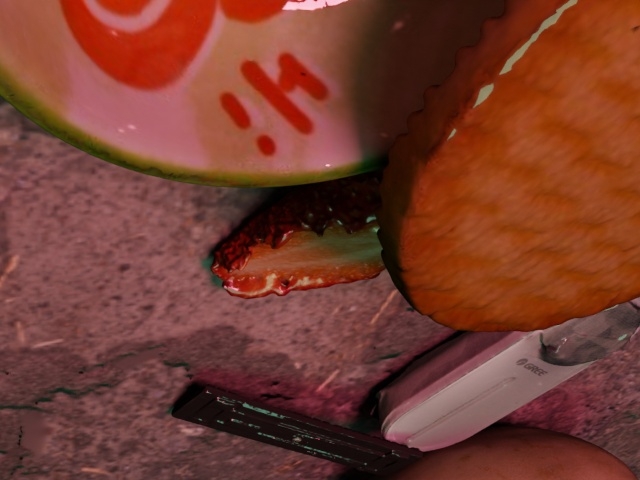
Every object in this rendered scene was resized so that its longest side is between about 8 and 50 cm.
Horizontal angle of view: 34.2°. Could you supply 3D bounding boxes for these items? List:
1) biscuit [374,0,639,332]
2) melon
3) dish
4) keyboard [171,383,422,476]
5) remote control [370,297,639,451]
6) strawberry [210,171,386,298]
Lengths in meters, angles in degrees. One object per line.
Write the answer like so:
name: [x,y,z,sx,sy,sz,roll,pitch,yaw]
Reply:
biscuit: [0.170,-0.059,0.498,0.318,0.040,0.318,-19,147,-13]
melon: [0.157,0.296,0.941,0.308,0.272,0.272,-29,143,4]
dish: [0.007,-0.174,0.376,0.324,0.124,0.324,-18,145,-13]
keyboard: [-0.016,0.156,0.840,0.204,0.013,0.061,21,144,-25]
remote control: [0.150,0.099,0.845,0.247,0.052,0.104,-35,141,23]
strawberry: [0.000,-0.003,0.659,0.152,0.048,0.104,-11,154,19]
